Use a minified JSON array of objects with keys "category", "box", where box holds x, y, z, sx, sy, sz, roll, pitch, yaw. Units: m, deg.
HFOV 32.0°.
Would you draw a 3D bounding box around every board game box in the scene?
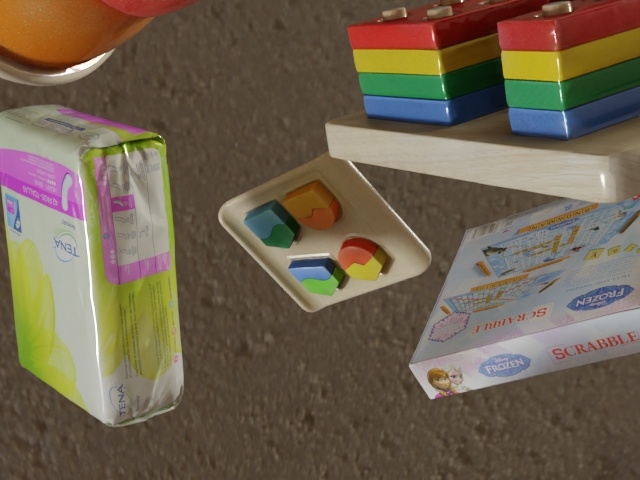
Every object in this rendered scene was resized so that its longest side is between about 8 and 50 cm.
[{"category":"board game box","box":[0.302,0.053,1.458,0.066,0.318,0.318,57,37,-20]}]

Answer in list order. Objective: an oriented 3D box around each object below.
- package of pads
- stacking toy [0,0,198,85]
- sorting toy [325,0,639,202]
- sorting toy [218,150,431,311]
[{"category":"package of pads","box":[-0.238,0.021,1.151,0.101,0.297,0.229,-15,21,-35]},{"category":"stacking toy","box":[-0.101,-0.332,0.900,0.479,0.350,0.351,-7,53,28]},{"category":"sorting toy","box":[0.168,-0.115,0.668,0.255,0.089,0.257,-20,18,-27]},{"category":"sorting toy","box":[0.000,0.000,1.346,0.193,0.208,0.038,47,43,-20]}]
